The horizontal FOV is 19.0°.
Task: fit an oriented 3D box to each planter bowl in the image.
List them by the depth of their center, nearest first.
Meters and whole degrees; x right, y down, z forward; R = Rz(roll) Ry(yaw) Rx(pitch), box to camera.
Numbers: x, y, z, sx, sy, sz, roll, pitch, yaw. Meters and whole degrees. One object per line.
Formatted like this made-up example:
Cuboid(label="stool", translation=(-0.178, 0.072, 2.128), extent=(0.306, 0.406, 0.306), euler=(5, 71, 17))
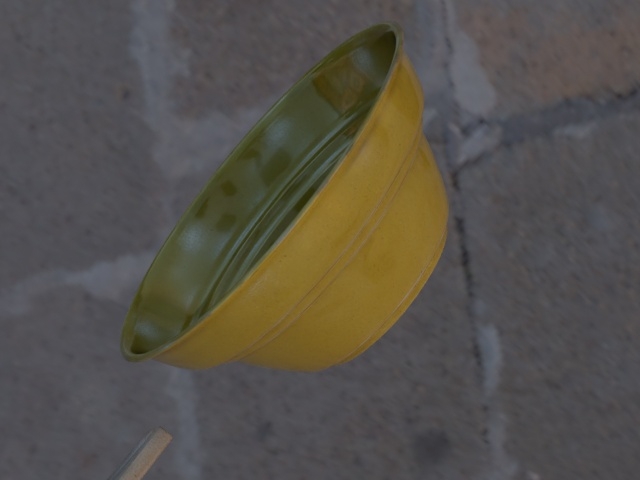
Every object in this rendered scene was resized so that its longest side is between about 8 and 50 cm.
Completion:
Cuboid(label="planter bowl", translation=(0.000, 0.000, 0.972), extent=(0.217, 0.090, 0.217), euler=(-46, 16, 17))

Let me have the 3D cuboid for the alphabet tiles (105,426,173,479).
Cuboid(label="alphabet tiles", translation=(-0.182, 0.220, 0.806), extent=(0.011, 0.342, 0.285), euler=(40, 126, -2))
